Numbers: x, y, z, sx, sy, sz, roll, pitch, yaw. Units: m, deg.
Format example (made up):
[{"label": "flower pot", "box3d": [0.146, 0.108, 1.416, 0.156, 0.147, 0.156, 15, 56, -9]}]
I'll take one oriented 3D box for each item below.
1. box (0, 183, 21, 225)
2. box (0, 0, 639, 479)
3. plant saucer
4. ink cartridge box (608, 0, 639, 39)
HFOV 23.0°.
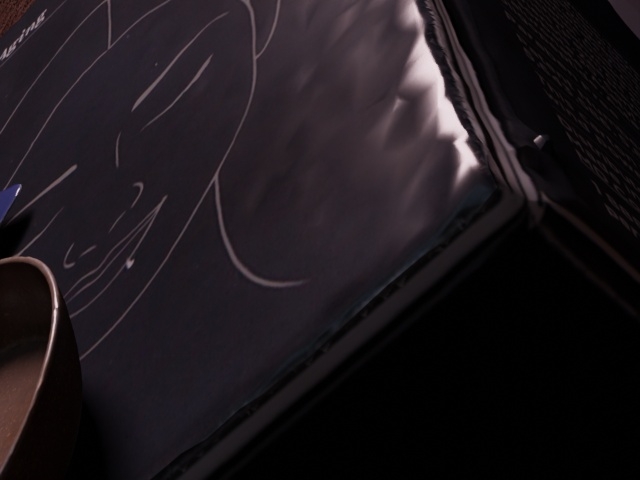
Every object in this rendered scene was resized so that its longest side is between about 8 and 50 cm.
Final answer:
[{"label": "box", "box3d": [-0.204, 0.069, 0.593, 0.136, 0.036, 0.225, -17, 39, 49]}, {"label": "box", "box3d": [-0.049, 0.092, 0.682, 0.480, 0.297, 0.472, -41, 28, 18]}, {"label": "plant saucer", "box3d": [-0.122, 0.080, 0.450, 0.168, 0.029, 0.168, -38, 28, 25]}, {"label": "ink cartridge box", "box3d": [0.194, -0.239, 1.011, 0.165, 0.065, 0.333, 1, 59, 60]}]
